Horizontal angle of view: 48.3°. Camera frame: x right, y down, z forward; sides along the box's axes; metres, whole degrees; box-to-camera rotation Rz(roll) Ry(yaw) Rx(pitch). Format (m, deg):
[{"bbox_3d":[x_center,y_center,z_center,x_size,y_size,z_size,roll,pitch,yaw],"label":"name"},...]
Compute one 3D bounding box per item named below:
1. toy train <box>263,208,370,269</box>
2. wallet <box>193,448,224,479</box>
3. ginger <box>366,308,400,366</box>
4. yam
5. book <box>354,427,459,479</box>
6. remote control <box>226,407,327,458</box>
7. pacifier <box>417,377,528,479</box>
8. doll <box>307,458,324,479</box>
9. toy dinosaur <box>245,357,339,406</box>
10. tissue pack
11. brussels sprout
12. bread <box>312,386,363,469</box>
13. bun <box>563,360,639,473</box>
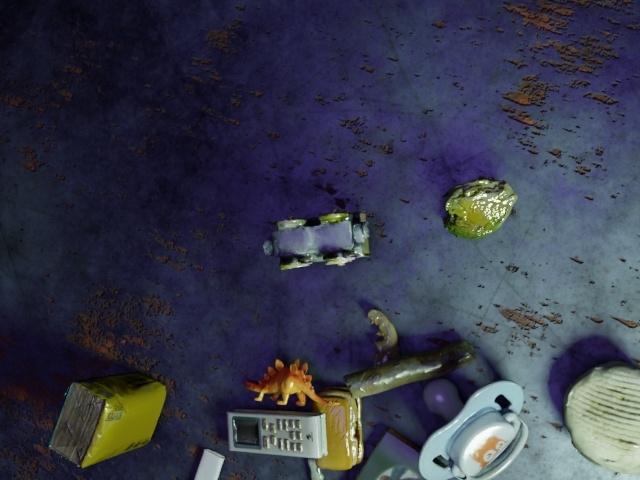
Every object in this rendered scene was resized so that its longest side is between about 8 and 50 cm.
[{"bbox_3d":[0.000,0.000,1.738,0.261,0.177,0.133,-7,86,16],"label":"toy train"},{"bbox_3d":[-0.298,0.616,1.880,0.061,0.025,0.122,20,94,13],"label":"wallet"},{"bbox_3d":[0.158,0.252,1.757,0.070,0.051,0.173,-8,81,9],"label":"ginger"},{"bbox_3d":[0.211,0.308,1.696,0.318,0.067,0.071,-17,128,0],"label":"yam"},{"bbox_3d":[0.251,0.663,1.722,0.371,0.043,0.260,33,95,13],"label":"book"},{"bbox_3d":[-0.114,0.479,1.783,0.277,0.056,0.102,-6,86,31],"label":"remote control"},{"bbox_3d":[0.326,0.413,1.651,0.299,0.244,0.233,-44,47,2],"label":"pacifier"},{"bbox_3d":[-0.009,0.592,1.800,0.037,0.027,0.125,-18,84,22],"label":"doll"},{"bbox_3d":[-0.076,0.352,1.786,0.288,0.070,0.117,-4,77,35],"label":"toy dinosaur"},{"bbox_3d":[-0.533,0.451,1.825,0.134,0.271,0.192,24,95,19],"label":"tissue pack"},{"bbox_3d":[0.371,-0.079,1.683,0.181,0.100,0.139,-26,92,12],"label":"brussels sprout"},{"bbox_3d":[0.041,0.465,1.770,0.116,0.077,0.200,-4,87,23],"label":"bread"},{"bbox_3d":[0.653,0.390,1.562,0.239,0.141,0.239,-11,70,34],"label":"bun"}]
